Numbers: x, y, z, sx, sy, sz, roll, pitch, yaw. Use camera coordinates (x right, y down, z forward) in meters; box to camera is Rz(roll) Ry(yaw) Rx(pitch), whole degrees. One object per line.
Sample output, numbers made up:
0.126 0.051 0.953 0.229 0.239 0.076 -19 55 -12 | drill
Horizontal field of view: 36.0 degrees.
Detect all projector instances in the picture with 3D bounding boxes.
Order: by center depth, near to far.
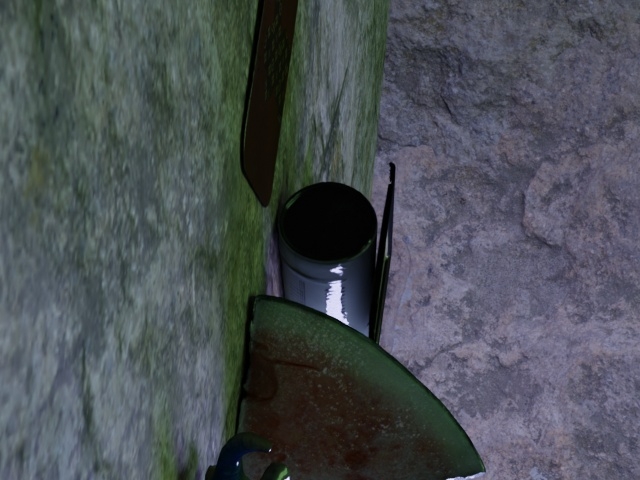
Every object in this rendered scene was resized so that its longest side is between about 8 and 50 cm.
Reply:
0.010 0.076 1.139 0.337 0.108 0.108 88 10 -55 | projector

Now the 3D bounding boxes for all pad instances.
-0.040 -0.172 0.886 0.181 0.004 0.267 68 29 -78 | pad

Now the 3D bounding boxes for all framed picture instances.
0.065 0.050 1.071 0.199 0.010 0.195 86 12 -60 | framed picture

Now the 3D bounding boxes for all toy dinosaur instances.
-0.073 0.251 0.692 0.248 0.075 0.188 98 9 -50 | toy dinosaur

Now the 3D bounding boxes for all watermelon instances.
0.012 0.199 0.947 0.201 0.261 0.213 -53 168 -16 | watermelon
